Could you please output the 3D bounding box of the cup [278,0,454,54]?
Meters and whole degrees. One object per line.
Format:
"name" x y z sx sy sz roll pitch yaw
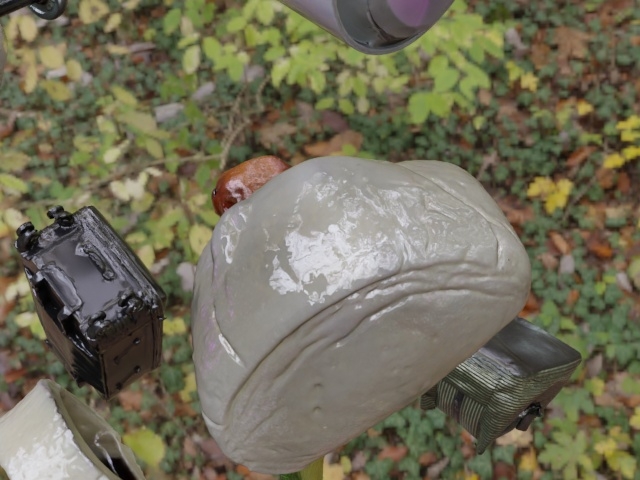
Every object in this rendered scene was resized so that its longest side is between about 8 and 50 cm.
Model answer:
"cup" -0.004 -0.408 1.127 0.253 0.253 0.371 -29 51 -34

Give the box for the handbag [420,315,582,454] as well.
"handbag" 0.394 0.314 2.053 0.247 0.240 0.341 35 26 32

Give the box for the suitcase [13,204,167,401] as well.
"suitcase" -0.428 0.122 1.737 0.194 0.434 0.283 -35 74 -25

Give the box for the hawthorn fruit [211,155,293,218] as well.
"hawthorn fruit" -0.129 -0.088 1.827 0.173 0.179 0.173 35 21 -15

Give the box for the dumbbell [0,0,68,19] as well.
"dumbbell" -0.374 -0.283 1.092 0.081 0.081 0.254 11 36 32

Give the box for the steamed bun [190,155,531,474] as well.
"steamed bun" 0.009 0.056 0.970 0.383 0.236 0.247 -38 41 16

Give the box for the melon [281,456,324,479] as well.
"melon" -0.023 0.355 1.441 0.053 0.262 0.114 24 64 19

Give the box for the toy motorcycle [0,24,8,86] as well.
"toy motorcycle" -0.259 -0.066 0.569 0.108 0.223 0.341 21 6 -19

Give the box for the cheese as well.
"cheese" -0.477 0.434 1.771 0.153 0.292 0.332 -40 51 -4
